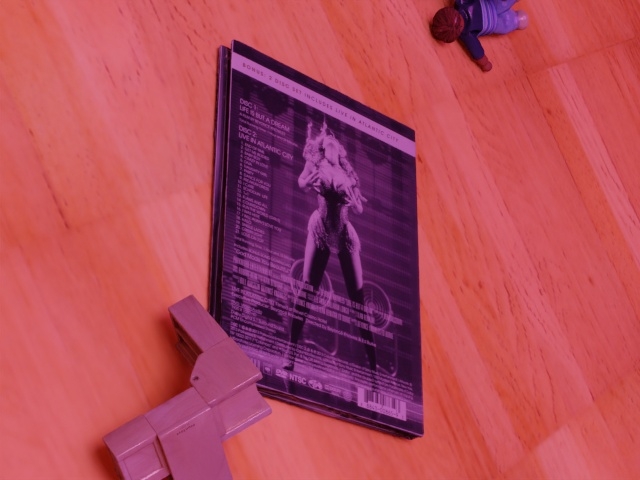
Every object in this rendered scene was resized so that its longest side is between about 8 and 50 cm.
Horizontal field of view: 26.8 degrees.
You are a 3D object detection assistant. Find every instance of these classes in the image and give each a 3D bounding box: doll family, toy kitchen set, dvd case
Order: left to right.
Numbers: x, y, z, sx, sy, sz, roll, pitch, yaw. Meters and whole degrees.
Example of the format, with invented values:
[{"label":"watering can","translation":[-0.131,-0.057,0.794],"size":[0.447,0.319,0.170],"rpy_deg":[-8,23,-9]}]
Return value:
[{"label":"toy kitchen set","translation":[-0.077,0.091,0.704],"size":[0.083,0.075,0.068],"rpy_deg":[-29,136,-18]},{"label":"dvd case","translation":[0.000,0.000,0.834],"size":[0.164,0.018,0.221],"rpy_deg":[22,57,-37]},{"label":"doll family","translation":[0.115,-0.229,1.028],"size":[0.111,0.076,0.193],"rpy_deg":[-26,94,-54]}]
